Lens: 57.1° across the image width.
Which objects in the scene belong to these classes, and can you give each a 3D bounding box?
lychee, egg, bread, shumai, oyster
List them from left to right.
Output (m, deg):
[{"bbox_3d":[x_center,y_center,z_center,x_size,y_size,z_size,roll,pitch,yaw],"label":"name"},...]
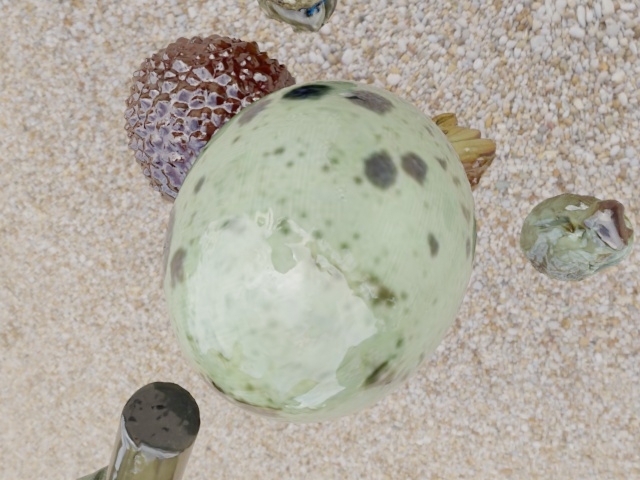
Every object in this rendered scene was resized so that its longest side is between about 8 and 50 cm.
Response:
[{"bbox_3d":[-0.152,-0.162,0.850,0.300,0.264,0.264,2,121,30],"label":"lychee"},{"bbox_3d":[-0.058,-0.334,0.705,0.214,0.083,0.223,66,164,9],"label":"oyster"},{"bbox_3d":[0.000,0.000,0.564,0.287,0.379,0.288,11,121,19],"label":"egg"},{"bbox_3d":[0.217,-0.162,1.368,0.167,0.324,0.277,65,154,28],"label":"bread"},{"bbox_3d":[0.595,-0.016,1.404,0.271,0.203,0.222,-24,74,33],"label":"shumai"}]

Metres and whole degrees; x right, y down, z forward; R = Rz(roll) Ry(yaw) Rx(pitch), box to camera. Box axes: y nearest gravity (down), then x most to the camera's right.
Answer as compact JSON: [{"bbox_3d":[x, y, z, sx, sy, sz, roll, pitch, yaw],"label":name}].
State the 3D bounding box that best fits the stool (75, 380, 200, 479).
[{"bbox_3d":[-0.142,0.302,0.392,0.310,0.310,0.226,47,133,15],"label":"stool"}]
